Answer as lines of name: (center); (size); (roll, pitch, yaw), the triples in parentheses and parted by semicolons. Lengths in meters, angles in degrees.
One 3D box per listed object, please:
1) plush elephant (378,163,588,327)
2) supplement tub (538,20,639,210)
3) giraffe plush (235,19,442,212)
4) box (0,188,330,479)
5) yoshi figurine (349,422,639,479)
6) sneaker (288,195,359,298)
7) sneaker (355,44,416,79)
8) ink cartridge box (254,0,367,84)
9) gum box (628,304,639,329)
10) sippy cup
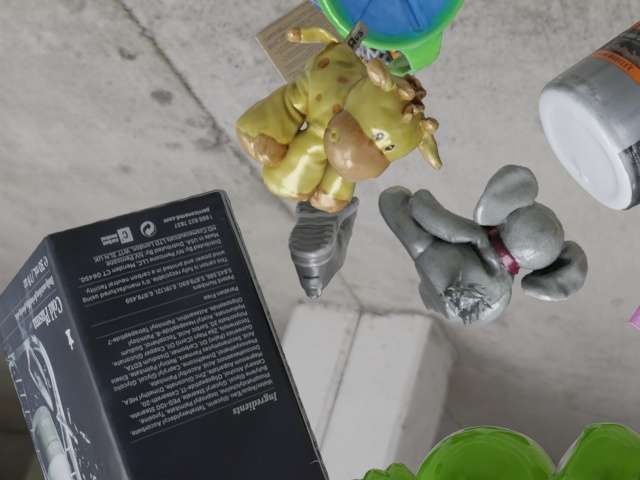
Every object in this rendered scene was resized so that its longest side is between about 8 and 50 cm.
plush elephant: (0.286, 0.007, 1.599); (0.271, 0.255, 0.330); (62, 176, -21)
supplement tub: (0.484, -0.209, 1.281); (0.207, 0.338, 0.207); (56, 175, 8)
giraffe plush: (0.040, -0.120, 0.983); (0.181, 0.210, 0.170); (17, -171, -36)
box: (-0.279, 0.235, 1.515); (0.298, 0.471, 0.480); (-18, 173, -31)
yoshi figurine: (0.078, 0.254, 0.629); (0.203, 0.362, 0.203); (38, 151, 21)
sneaker: (0.000, 0.000, 1.658); (0.105, 0.281, 0.115); (6, 117, 14)
sneaker: (0.106, -0.345, 1.739); (0.083, 0.214, 0.084); (-29, 175, 19)
ink cartridge box: (-0.002, -0.446, 2.144); (0.193, 0.235, 0.088); (56, -178, -17)
gum box: (0.580, 0.131, 1.439); (0.188, 0.107, 0.062); (37, -166, 37)
sippy cup: (0.071, -0.406, 1.402); (0.240, 0.305, 0.224); (6, -165, -21)
